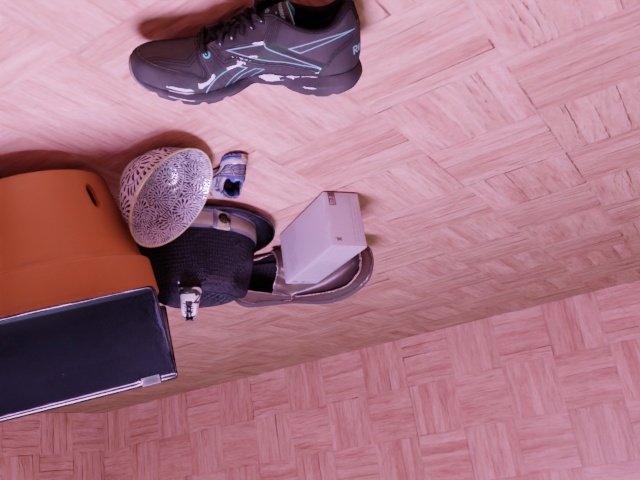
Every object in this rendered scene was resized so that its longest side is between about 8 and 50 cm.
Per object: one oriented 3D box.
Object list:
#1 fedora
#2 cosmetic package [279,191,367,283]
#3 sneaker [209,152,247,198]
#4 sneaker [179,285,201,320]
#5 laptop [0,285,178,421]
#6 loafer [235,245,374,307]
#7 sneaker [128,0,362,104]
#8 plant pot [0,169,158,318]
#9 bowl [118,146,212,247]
[{"bbox_3d":[-0.243,0.048,1.348,0.334,0.152,0.334,-7,161,-3],"label":"fedora"},{"bbox_3d":[0.000,0.000,1.376,0.085,0.117,0.231,1,160,-27],"label":"cosmetic package"},{"bbox_3d":[-0.157,-0.092,1.129,0.052,0.058,0.135,0,160,-23],"label":"sneaker"},{"bbox_3d":[-0.238,0.116,1.253,0.040,0.043,0.109,1,153,-4],"label":"sneaker"},{"bbox_3d":[-0.436,0.136,1.061,0.382,0.236,0.408,-12,-158,-13],"label":"laptop"},{"bbox_3d":[-0.059,0.081,1.548,0.366,0.133,0.130,-15,160,17],"label":"loafer"},{"bbox_3d":[-0.082,-0.224,0.771,0.267,0.101,0.106,-7,141,-10],"label":"sneaker"},{"bbox_3d":[-0.415,0.017,1.048,0.291,0.203,0.291,-14,173,-2],"label":"plant pot"},{"bbox_3d":[-0.252,-0.082,1.044,0.170,0.080,0.170,-46,156,-27],"label":"bowl"}]
